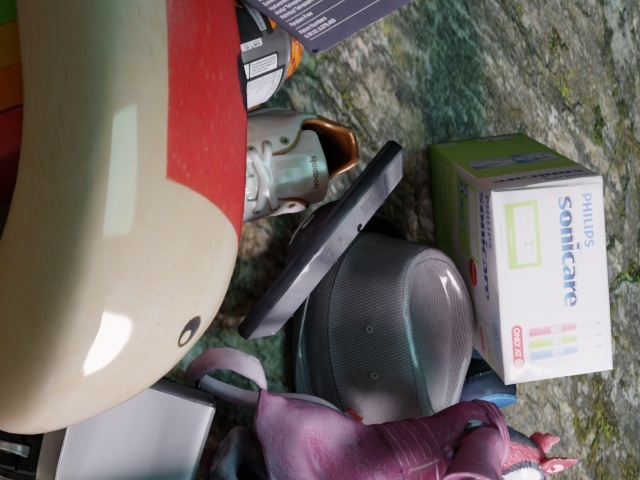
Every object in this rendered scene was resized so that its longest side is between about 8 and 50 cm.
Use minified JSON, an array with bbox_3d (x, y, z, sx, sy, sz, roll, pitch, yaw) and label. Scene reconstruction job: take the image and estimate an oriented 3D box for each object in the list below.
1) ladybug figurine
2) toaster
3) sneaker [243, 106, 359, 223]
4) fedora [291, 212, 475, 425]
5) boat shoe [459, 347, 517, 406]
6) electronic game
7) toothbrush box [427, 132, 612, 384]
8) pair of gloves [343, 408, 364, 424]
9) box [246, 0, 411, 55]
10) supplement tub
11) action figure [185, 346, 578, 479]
[{"bbox_3d":[-0.154,-0.100,0.860,0.162,0.305,0.449,4,68,-33],"label":"ladybug figurine"},{"bbox_3d":[-0.186,0.135,0.995,0.186,0.168,0.110,28,73,-52],"label":"toaster"},{"bbox_3d":[-0.071,-0.065,1.181,0.290,0.123,0.105,-29,118,-50],"label":"sneaker"},{"bbox_3d":[0.080,0.108,1.416,0.244,0.124,0.275,-12,103,-54],"label":"fedora"},{"bbox_3d":[0.172,0.160,1.572,0.258,0.109,0.089,43,31,-82],"label":"boat shoe"},{"bbox_3d":[0.000,0.000,1.241,0.048,0.229,0.229,39,50,0],"label":"electronic game"},{"bbox_3d":[0.210,0.009,1.465,0.283,0.122,0.206,-125,-152,-73],"label":"toothbrush box"},{"bbox_3d":[0.019,0.268,1.377,0.159,0.023,0.198,-46,130,-7],"label":"pair of gloves"},{"bbox_3d":[-0.015,-0.389,1.076,0.312,0.179,0.343,34,62,-22],"label":"box"},{"bbox_3d":[-0.104,-0.153,1.125,0.190,0.117,0.117,-31,119,-51],"label":"supplement tub"},{"bbox_3d":[0.062,0.214,1.276,0.370,0.248,0.275,-12,80,-21],"label":"action figure"}]
